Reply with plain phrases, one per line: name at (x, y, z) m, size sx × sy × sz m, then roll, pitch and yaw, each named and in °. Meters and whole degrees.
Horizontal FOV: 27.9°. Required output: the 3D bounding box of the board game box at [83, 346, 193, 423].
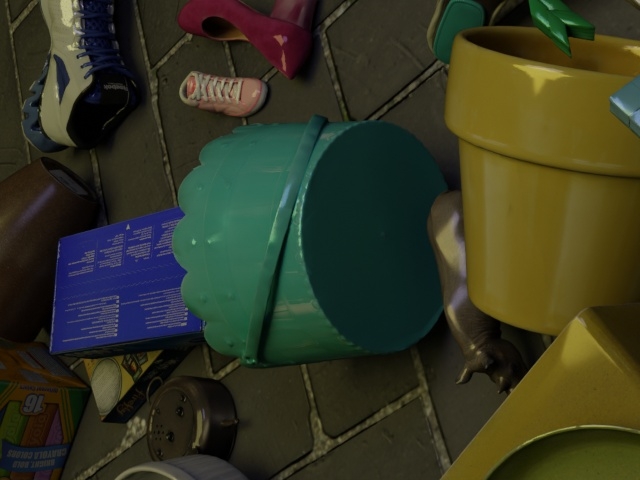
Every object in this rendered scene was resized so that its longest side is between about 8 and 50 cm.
board game box at (-0.241, 0.113, 1.757) m, size 0.243 × 0.042 × 0.165 m, roll -47°, pitch 49°, yaw 30°

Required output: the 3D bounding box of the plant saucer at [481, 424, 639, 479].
plant saucer at (0.223, 0.250, 0.967) m, size 0.241 × 0.037 × 0.241 m, roll 5°, pitch 102°, yaw 26°

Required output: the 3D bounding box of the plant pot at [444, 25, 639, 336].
plant pot at (0.228, -0.051, 1.139) m, size 0.254 × 0.254 × 0.239 m, roll 26°, pitch 115°, yaw 48°

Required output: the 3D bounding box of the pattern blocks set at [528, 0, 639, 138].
pattern blocks set at (0.325, -0.220, 0.997) m, size 0.325 × 0.026 × 0.285 m, roll -28°, pitch 60°, yaw -1°

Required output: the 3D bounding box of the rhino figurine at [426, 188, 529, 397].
rhino figurine at (0.161, 0.057, 1.269) m, size 0.073 × 0.106 × 0.243 m, roll -32°, pitch 57°, yaw 46°

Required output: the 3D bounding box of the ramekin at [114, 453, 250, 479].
ramekin at (-0.151, 0.349, 1.508) m, size 0.207 × 0.109 × 0.207 m, roll 8°, pitch 103°, yaw 38°

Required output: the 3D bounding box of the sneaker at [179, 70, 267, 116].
sneaker at (-0.134, -0.194, 1.695) m, size 0.134 × 0.070 × 0.051 m, roll 3°, pitch 81°, yaw 48°

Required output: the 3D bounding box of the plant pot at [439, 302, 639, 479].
plant pot at (0.263, 0.191, 1.065) m, size 0.187 × 0.212 × 0.212 m, roll 48°, pitch 116°, yaw 27°

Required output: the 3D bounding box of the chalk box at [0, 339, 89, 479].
chalk box at (-0.492, 0.303, 1.890) m, size 0.180 × 0.179 × 0.289 m, roll 32°, pitch 106°, yaw 46°

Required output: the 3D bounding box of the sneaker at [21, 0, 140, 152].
sneaker at (-0.334, -0.271, 1.913) m, size 0.182 × 0.127 × 0.315 m, roll 18°, pitch 101°, yaw 45°

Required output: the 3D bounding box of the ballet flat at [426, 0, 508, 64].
ballet flat at (0.164, -0.272, 1.319) m, size 0.248 × 0.086 × 0.086 m, roll 119°, pitch 147°, yaw -65°

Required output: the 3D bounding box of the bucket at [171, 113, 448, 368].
bucket at (0.000, 0.000, 1.357) m, size 0.183 × 0.281 × 0.281 m, roll -5°, pitch 77°, yaw 44°

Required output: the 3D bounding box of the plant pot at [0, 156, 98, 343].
plant pot at (-0.441, -0.003, 1.910) m, size 0.230 × 0.215 × 0.215 m, roll -50°, pitch 46°, yaw 9°

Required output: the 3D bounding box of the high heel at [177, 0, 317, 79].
high heel at (-0.107, -0.258, 1.674) m, size 0.244 × 0.082 × 0.117 m, roll 4°, pitch 73°, yaw 36°

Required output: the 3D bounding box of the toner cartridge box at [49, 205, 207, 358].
toner cartridge box at (-0.223, 0.057, 1.660) m, size 0.348 × 0.075 × 0.165 m, roll -11°, pitch 73°, yaw 47°

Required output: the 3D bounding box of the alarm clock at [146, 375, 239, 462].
alarm clock at (-0.179, 0.229, 1.647) m, size 0.192 × 0.064 × 0.129 m, roll 35°, pitch 107°, yaw 50°
